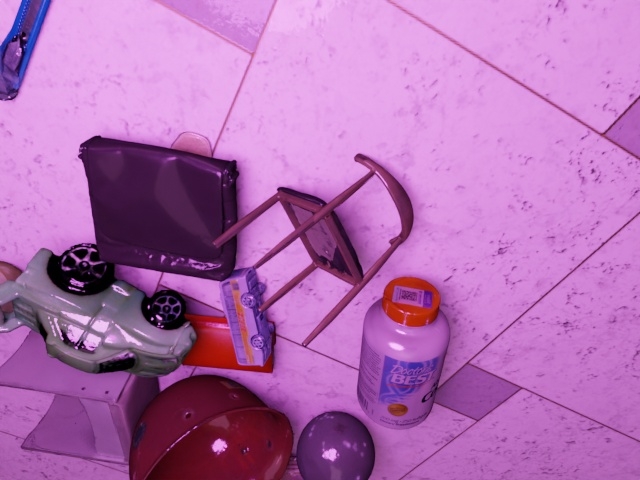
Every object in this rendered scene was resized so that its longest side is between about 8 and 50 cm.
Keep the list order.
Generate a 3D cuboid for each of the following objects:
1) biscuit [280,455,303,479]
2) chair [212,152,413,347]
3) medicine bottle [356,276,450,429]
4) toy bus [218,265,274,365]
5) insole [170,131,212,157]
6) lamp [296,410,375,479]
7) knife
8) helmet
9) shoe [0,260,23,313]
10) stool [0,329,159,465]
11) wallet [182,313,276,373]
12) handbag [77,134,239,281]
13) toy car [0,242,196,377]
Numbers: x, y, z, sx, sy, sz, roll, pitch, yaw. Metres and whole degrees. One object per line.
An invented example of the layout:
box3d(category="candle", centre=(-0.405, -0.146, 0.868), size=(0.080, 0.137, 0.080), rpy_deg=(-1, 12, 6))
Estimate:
box3d(category="biscuit", centre=(-0.008, 0.625, 1.222), size=(0.238, 0.062, 0.108), rpy_deg=(-7, 122, 10))
box3d(category="chair", centre=(0.000, 0.000, 0.733), size=(0.272, 0.166, 0.188), rpy_deg=(-39, 121, -20))
box3d(category="medicine bottle", centre=(0.153, 0.208, 0.852), size=(0.156, 0.157, 0.289), rpy_deg=(4, 126, 3))
box3d(category="toy bus", centre=(-0.140, 0.146, 0.875), size=(0.075, 0.064, 0.191), rpy_deg=(-6, 107, 16))
box3d(category="insole", centre=(-0.242, -0.077, 0.783), size=(0.081, 0.011, 0.248), rpy_deg=(20, 125, -8))
box3d(category="lamp", centre=(0.012, 0.543, 1.083), size=(0.181, 0.182, 0.314), rpy_deg=(19, 121, -7))
box3d(category="knife", centre=(-0.410, -0.305, 0.632), size=(0.044, 0.026, 0.296), rpy_deg=(41, 120, -7))
box3d(category="helmet", centre=(-0.258, 0.434, 1.004), size=(0.338, 0.230, 0.385), rpy_deg=(-51, 140, -2))
box3d(category="shoe", centre=(-0.710, 0.117, 0.914), size=(0.261, 0.128, 0.140), rpy_deg=(11, 139, 1))
box3d(category="stool", centre=(-0.520, 0.342, 1.010), size=(0.269, 0.170, 0.244), rpy_deg=(8, 125, 1))
box3d(category="wallet", centre=(-0.198, 0.220, 0.966), size=(0.204, 0.045, 0.143), rpy_deg=(5, 122, 2))
box3d(category="handbag", centre=(-0.255, -0.052, 0.751), size=(0.246, 0.080, 0.223), rpy_deg=(9, 121, 1))
box3d(category="toy car", centre=(-0.415, 0.149, 0.830), size=(0.358, 0.177, 0.213), rpy_deg=(32, 138, -9))
